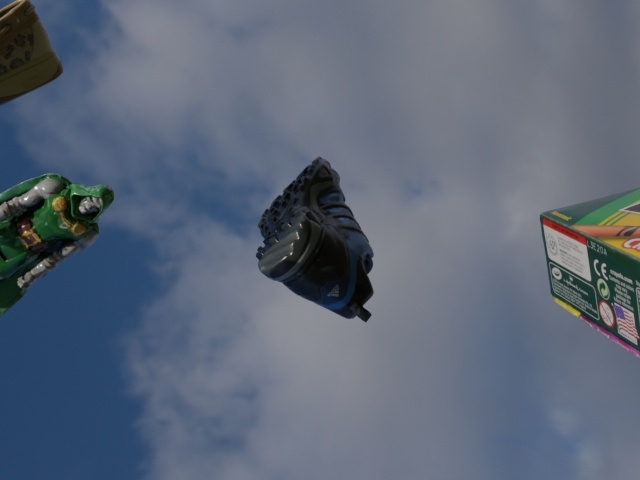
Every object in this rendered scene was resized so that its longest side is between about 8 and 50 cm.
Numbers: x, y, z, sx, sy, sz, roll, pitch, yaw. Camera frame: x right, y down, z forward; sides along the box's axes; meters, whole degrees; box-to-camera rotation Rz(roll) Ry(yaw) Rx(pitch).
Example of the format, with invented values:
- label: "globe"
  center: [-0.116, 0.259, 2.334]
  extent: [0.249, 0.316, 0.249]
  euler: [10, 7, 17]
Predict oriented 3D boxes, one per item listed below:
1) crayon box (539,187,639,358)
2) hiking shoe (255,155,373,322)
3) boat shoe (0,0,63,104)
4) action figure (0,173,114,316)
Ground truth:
- label: "crayon box"
  center: [0.412, 0.021, 0.761]
  extent: [0.313, 0.363, 0.106]
  euler: [-15, -73, -10]
- label: "hiking shoe"
  center: [0.000, 0.000, 1.116]
  extent: [0.132, 0.113, 0.304]
  euler: [41, -159, -14]
- label: "boat shoe"
  center: [-0.394, -0.157, 0.905]
  extent: [0.285, 0.105, 0.089]
  euler: [-37, -59, -41]
- label: "action figure"
  center: [-0.293, 0.002, 0.866]
  extent: [0.137, 0.232, 0.063]
  euler: [56, -164, -25]
